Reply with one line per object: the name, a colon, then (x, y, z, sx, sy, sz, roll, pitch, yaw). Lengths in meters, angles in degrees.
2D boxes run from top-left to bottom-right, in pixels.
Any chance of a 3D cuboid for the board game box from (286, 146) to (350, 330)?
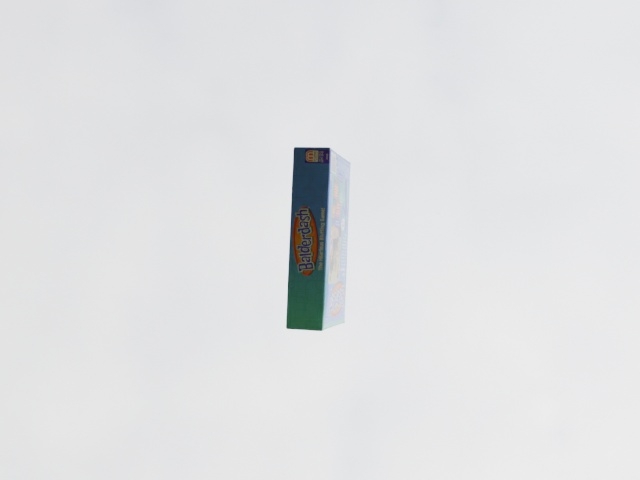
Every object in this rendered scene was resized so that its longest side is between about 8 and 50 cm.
board game box: (0.000, 0.000, 1.155, 0.047, 0.160, 0.210, 2, -92, 10)
